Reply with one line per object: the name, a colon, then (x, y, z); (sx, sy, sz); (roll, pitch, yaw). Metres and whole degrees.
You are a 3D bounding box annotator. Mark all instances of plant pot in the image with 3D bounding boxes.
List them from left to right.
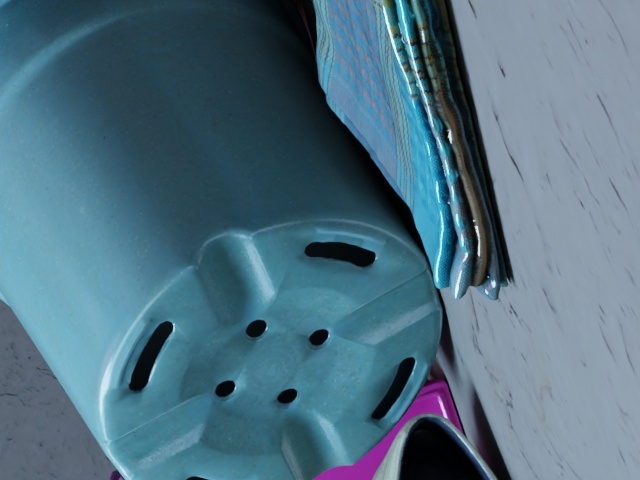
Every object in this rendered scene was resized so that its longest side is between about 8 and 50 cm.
plant pot: (-0.093, -0.002, 1.301); (0.334, 0.341, 0.341); (53, 164, 46)

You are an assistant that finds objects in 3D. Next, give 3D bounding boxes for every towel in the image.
towel: (0.008, -0.179, 0.927); (0.271, 0.040, 0.370); (-117, 9, -55)

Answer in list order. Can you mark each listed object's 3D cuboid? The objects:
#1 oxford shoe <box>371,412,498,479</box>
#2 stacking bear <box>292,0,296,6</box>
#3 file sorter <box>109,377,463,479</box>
oxford shoe: (0.110, 0.293, 1.136); (0.146, 0.140, 0.397); (87, 162, -51)
stacking bear: (-0.129, -0.286, 1.448); (0.289, 0.175, 0.164); (61, -155, -1)
file sorter: (-0.014, 0.239, 1.441); (0.182, 0.290, 0.202); (-121, 12, -84)
